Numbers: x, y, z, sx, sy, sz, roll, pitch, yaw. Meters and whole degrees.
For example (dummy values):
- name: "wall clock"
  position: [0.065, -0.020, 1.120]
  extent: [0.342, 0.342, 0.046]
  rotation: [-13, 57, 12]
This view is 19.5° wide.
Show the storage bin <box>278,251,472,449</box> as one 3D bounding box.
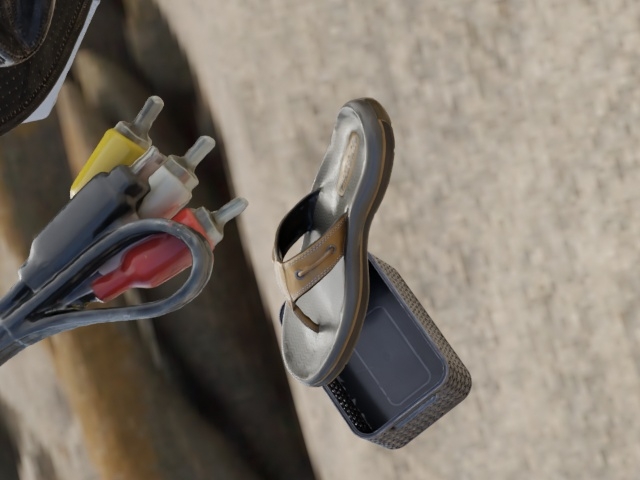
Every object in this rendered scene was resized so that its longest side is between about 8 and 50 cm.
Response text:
- name: "storage bin"
  position: [0.057, 0.112, 1.927]
  extent: [0.180, 0.122, 0.084]
  rotation: [55, -170, 23]

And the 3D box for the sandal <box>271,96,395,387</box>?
- name: "sandal"
  position: [0.000, 0.000, 1.372]
  extent: [0.090, 0.060, 0.219]
  rotation: [40, 121, 52]

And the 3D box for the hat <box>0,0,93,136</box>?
- name: "hat"
  position: [-0.243, -0.202, 1.242]
  extent: [0.134, 0.331, 0.331]
  rotation: [24, 127, 47]

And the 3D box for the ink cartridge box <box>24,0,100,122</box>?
- name: "ink cartridge box"
  position: [-0.366, -0.197, 1.630]
  extent: [0.091, 0.385, 0.308]
  rotation: [53, 137, 19]

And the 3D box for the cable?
- name: "cable"
  position: [-0.168, 0.043, 1.182]
  extent: [0.139, 0.287, 0.072]
  rotation: [49, -173, 25]
